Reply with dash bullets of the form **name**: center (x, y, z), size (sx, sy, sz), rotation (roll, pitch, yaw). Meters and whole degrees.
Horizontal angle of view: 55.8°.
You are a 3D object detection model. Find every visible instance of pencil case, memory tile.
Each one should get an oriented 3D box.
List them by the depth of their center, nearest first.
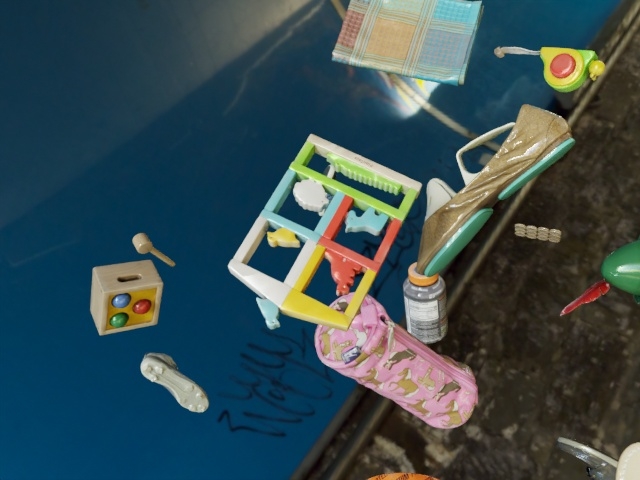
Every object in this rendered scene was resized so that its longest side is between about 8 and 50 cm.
- **pencil case**: center (0.166, 0.255, 1.246), size (0.386, 0.167, 0.160), rotation (37, -92, -33)
- **memory tile**: center (0.724, -0.026, 2.019), size (0.113, 0.147, 0.012), rotation (44, -120, -64)

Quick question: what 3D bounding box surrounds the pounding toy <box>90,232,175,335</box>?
- **pounding toy**: center (-0.387, 0.092, 1.302), size (0.181, 0.094, 0.206), rotation (-8, -48, -33)

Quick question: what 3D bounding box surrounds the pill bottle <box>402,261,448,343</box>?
- **pill bottle**: center (0.320, 0.184, 1.848), size (0.130, 0.130, 0.246), rotation (-43, -45, -40)

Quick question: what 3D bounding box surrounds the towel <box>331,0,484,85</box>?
- **towel**: center (0.242, -0.574, 1.667), size (0.040, 0.370, 0.272), rotation (75, -149, -71)

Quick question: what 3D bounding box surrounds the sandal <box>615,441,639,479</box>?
- **sandal**: center (0.308, 0.289, 0.499), size (0.079, 0.088, 0.240), rotation (52, -145, -62)

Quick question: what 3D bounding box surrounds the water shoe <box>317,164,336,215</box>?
- **water shoe**: center (0.041, -0.180, 2.178), size (0.073, 0.080, 0.203), rotation (-101, 21, -55)

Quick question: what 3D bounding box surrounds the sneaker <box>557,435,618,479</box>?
- **sneaker**: center (0.614, 0.530, 1.332), size (0.118, 0.222, 0.083), rotation (-63, -20, -2)

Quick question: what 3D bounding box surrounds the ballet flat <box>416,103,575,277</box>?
- **ballet flat**: center (0.259, -0.091, 1.018), size (0.342, 0.124, 0.116), rotation (-48, -21, 23)

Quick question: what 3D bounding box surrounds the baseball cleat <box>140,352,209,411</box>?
- **baseball cleat**: center (-0.365, 0.353, 1.552), size (0.072, 0.206, 0.109), rotation (-43, 18, 7)

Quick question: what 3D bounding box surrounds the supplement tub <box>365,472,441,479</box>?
- **supplement tub**: center (0.121, 0.517, 0.831), size (0.338, 0.207, 0.207), rotation (-84, -5, -46)

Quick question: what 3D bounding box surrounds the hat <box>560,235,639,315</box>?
- **hat**: center (0.678, 0.063, 1.449), size (0.208, 0.183, 0.173), rotation (-59, -31, -57)

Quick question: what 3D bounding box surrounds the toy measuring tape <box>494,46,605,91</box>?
- **toy measuring tape**: center (0.655, -0.500, 1.770), size (0.121, 0.330, 0.122), rotation (-24, -58, -45)

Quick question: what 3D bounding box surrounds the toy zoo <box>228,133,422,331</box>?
- **toy zoo**: center (0.000, 0.000, 0.877), size (0.293, 0.192, 0.030), rotation (-61, -11, -20)
